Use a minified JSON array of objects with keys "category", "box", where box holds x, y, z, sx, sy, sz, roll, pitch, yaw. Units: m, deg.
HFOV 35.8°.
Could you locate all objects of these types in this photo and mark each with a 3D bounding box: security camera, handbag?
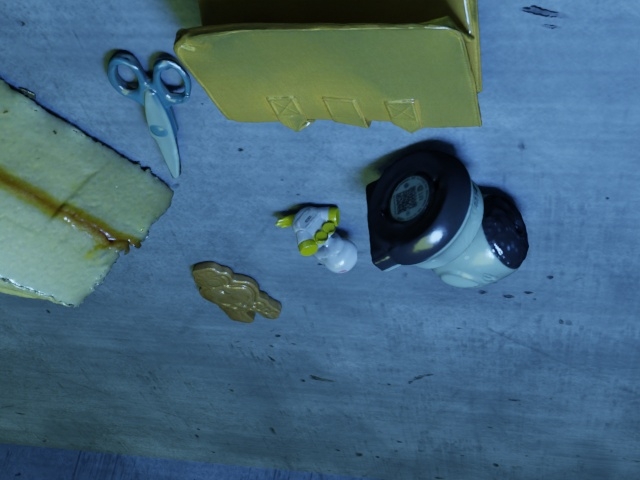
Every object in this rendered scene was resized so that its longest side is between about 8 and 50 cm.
[{"category":"security camera","box":[0.229,-0.016,1.665,0.191,0.196,0.277,-27,140,32]},{"category":"handbag","box":[0.022,-0.256,1.387,0.401,0.133,0.283,1,153,15]}]

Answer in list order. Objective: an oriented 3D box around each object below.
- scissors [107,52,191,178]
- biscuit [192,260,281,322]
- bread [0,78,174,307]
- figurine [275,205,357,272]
[{"category":"scissors","box":[-0.263,-0.200,1.634,0.138,0.041,0.289,6,145,9]},{"category":"biscuit","box":[-0.186,0.115,2.138,0.144,0.040,0.236,-16,143,28]},{"category":"bread","box":[-0.478,-0.065,1.639,0.405,0.345,0.242,19,152,-4]},{"category":"figurine","box":[0.007,0.003,1.858,0.130,0.109,0.178,18,161,44]}]
